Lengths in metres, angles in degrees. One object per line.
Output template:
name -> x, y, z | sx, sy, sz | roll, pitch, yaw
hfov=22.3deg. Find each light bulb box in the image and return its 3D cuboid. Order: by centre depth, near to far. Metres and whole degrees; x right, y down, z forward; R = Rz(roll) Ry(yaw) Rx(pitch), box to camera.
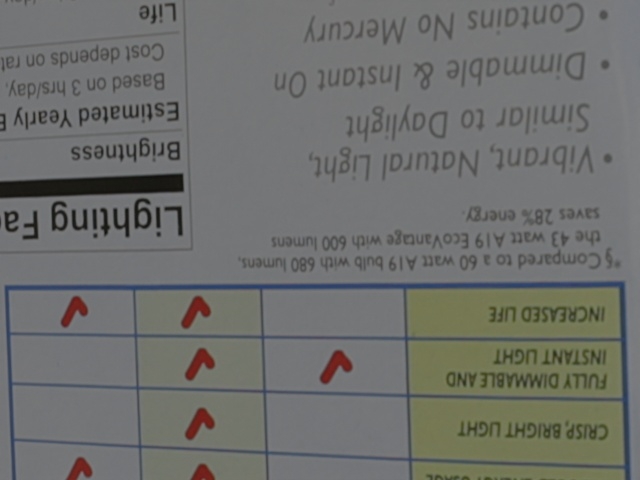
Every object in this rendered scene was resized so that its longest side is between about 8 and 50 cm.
light bulb box -> 0.000, 0.000, 0.671 | 0.225, 0.358, 0.361 | -7, 96, -63
